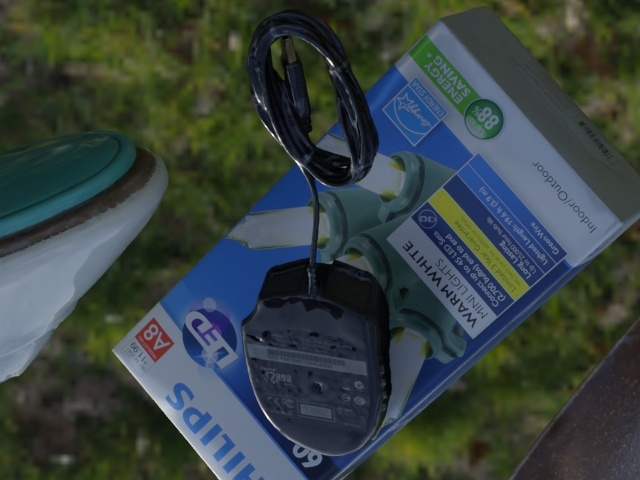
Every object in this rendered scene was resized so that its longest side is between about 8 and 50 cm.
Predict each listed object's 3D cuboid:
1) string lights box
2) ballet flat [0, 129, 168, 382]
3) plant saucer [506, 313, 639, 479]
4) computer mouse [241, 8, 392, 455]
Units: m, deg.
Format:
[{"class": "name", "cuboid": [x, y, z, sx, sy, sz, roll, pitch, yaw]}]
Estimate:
[{"class": "string lights box", "cuboid": [0.029, 0.018, 0.970, 0.260, 0.133, 0.077, -45, 171, 25]}, {"class": "ballet flat", "cuboid": [-0.247, 0.053, 0.928, 0.400, 0.139, 0.139, -15, 157, 11]}, {"class": "plant saucer", "cuboid": [0.115, 0.071, 0.669, 0.036, 0.198, 0.198, 39, 169, 18]}, {"class": "computer mouse", "cuboid": [0.000, 0.000, 0.876, 0.071, 0.041, 0.242, 11, 126, 18]}]
